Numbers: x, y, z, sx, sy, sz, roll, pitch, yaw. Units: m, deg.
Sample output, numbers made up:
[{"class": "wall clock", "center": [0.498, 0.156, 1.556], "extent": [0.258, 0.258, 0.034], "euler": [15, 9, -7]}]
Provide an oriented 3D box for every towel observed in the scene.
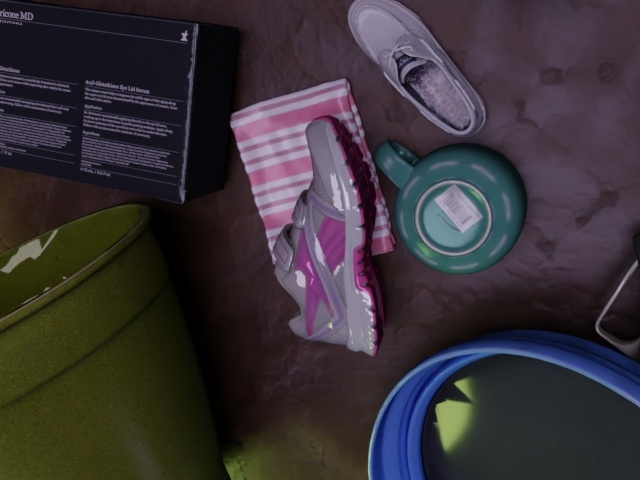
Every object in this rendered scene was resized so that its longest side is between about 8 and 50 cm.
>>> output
[{"class": "towel", "center": [-0.010, -0.065, 0.926], "extent": [0.144, 0.029, 0.197], "euler": [-15, 97, 18]}]

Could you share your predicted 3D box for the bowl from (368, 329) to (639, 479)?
[{"class": "bowl", "center": [0.230, 0.269, 0.837], "extent": [0.391, 0.077, 0.391], "euler": [17, 119, 33]}]

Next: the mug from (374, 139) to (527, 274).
[{"class": "mug", "center": [0.127, -0.032, 0.856], "extent": [0.157, 0.097, 0.130], "euler": [5, 103, 15]}]

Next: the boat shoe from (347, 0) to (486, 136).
[{"class": "boat shoe", "center": [0.093, -0.175, 0.853], "extent": [0.066, 0.063, 0.184], "euler": [-37, 90, 20]}]

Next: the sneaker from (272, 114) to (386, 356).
[{"class": "sneaker", "center": [0.000, 0.000, 0.870], "extent": [0.111, 0.103, 0.252], "euler": [-4, 99, 12]}]

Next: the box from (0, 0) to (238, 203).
[{"class": "box", "center": [-0.233, -0.159, 0.927], "extent": [0.261, 0.103, 0.184], "euler": [12, 107, 18]}]

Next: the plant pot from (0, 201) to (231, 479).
[{"class": "plant pot", "center": [-0.271, 0.199, 0.917], "extent": [0.366, 0.366, 0.353], "euler": [-19, 107, 19]}]

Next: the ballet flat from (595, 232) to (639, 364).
[{"class": "ballet flat", "center": [0.317, 0.119, 0.840], "extent": [0.096, 0.095, 0.281], "euler": [15, 102, 24]}]
